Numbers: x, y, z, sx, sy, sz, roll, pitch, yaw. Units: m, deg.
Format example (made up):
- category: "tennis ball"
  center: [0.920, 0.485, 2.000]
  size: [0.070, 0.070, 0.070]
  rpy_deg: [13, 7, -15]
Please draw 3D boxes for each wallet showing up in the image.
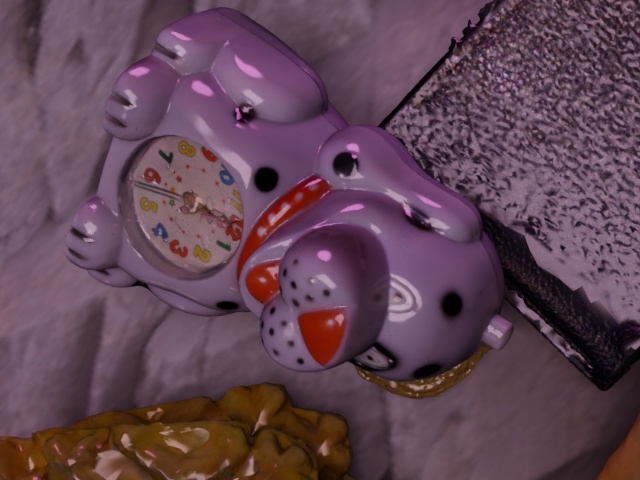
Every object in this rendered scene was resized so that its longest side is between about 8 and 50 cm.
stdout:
- category: "wallet"
  center: [0.190, -0.073, 1.097]
  size: [0.262, 0.071, 0.221]
  rpy_deg: [-46, 76, 4]

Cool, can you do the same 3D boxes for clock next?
- category: "clock"
  center: [-0.004, -0.001, 1.055]
  size: [0.254, 0.189, 0.189]
  rpy_deg: [35, 96, 22]

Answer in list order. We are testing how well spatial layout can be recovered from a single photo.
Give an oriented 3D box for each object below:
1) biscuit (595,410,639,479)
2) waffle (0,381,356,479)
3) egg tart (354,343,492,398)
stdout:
- category: "biscuit"
  center: [0.322, 0.250, 0.996]
  size: [0.429, 0.104, 0.446]
  rpy_deg: [42, 111, 10]
- category: "waffle"
  center: [-0.107, 0.233, 1.106]
  size: [0.324, 0.151, 0.261]
  rpy_deg: [-14, 81, 8]
- category: "egg tart"
  center: [0.060, 0.048, 1.128]
  size: [0.105, 0.039, 0.105]
  rpy_deg: [-1, 87, 13]
